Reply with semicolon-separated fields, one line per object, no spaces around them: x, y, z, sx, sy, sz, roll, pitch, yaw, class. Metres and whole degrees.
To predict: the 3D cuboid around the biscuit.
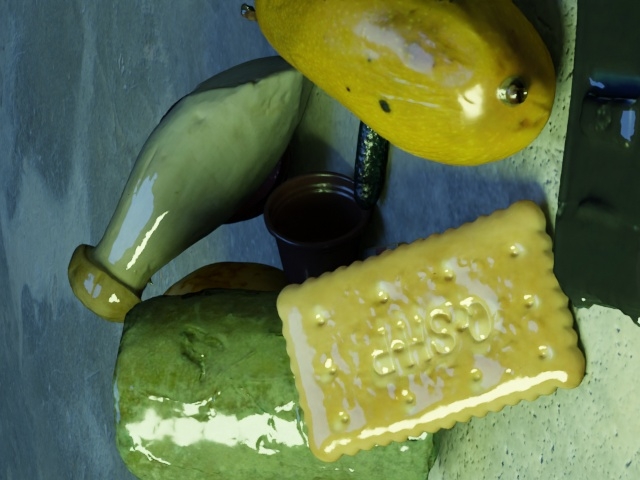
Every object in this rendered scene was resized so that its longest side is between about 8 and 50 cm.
0.084;0.076;1.373;0.249;0.030;0.160;-19;74;24;biscuit

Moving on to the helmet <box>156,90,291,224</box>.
-0.092;-0.080;1.861;0.175;0.106;0.155;23;83;29;helmet

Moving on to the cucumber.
0.050;-0.089;1.616;0.032;0.032;0.133;-130;39;-54;cucumber

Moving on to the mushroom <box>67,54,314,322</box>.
-0.132;-0.066;1.747;0.350;0.128;0.128;-51;31;1;mushroom

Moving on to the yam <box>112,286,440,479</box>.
-0.037;0.139;1.527;0.195;0.300;0.195;0;-90;-81;yam

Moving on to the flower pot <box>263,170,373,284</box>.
0.000;0.000;1.684;0.111;0.111;0.089;-119;18;-45;flower pot

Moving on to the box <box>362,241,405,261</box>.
0.063;0.027;1.633;0.083;0.012;0.046;169;97;-69;box

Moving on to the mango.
0.055;-0.166;1.380;0.359;0.144;0.187;33;165;45;mango

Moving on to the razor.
0.226;-0.108;1.083;0.189;0.107;0.327;-154;63;-65;razor

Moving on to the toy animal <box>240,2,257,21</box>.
-0.014;-0.301;1.678;0.229;0.066;0.224;-2;97;61;toy animal

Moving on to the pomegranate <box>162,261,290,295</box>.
-0.080;0.143;1.744;0.248;0.248;0.248;175;90;-68;pomegranate
